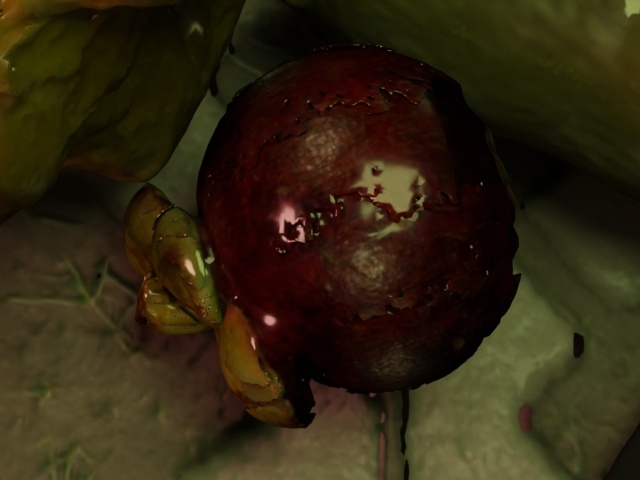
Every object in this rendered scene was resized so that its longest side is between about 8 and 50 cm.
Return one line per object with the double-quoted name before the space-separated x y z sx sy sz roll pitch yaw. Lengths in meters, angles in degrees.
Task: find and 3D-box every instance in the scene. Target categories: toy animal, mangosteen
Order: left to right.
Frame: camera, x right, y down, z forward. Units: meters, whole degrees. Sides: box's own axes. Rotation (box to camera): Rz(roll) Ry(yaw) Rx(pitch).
"mangosteen" 0.000 0.000 0.827 0.180 0.166 0.166 -29 74 3
"toy animal" 0.160 -0.104 0.906 0.363 0.181 0.180 28 57 3

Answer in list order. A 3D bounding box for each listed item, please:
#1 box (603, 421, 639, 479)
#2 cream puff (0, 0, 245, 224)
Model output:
"box" 0.234 0.142 0.892 0.201 0.042 0.212 35 58 1
"cream puff" -0.113 -0.174 0.771 0.270 0.274 0.323 -5 86 -48
